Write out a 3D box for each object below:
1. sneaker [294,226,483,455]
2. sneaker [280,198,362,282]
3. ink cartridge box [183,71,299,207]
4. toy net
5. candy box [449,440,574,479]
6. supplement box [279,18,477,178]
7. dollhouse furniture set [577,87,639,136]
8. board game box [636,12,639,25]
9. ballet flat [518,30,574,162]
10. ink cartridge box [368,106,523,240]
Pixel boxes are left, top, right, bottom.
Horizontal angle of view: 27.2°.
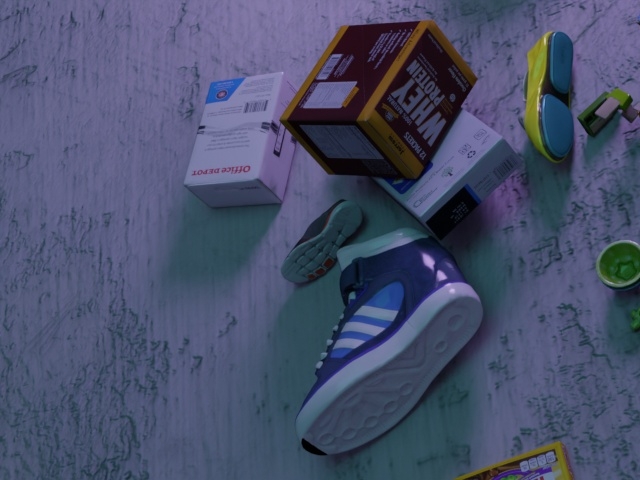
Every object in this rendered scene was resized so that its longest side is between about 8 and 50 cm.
[{"bbox_3d":[0.060,0.123,1.849,0.323,0.130,0.236,-44,41,6],"label":"sneaker"},{"bbox_3d":[0.000,0.000,2.007,0.158,0.061,0.065,-44,22,1],"label":"sneaker"},{"bbox_3d":[-0.122,-0.161,2.147,0.148,0.086,0.203,-3,62,31],"label":"ink cartridge box"},{"bbox_3d":[0.476,0.016,1.695,0.232,0.045,0.122,-32,50,11],"label":"toy net"},{"bbox_3d":[0.225,0.336,1.670,0.206,0.027,0.105,-24,56,18],"label":"candy box"},{"bbox_3d":[0.084,-0.205,1.917,0.194,0.129,0.191,7,58,50],"label":"supplement box"},{"bbox_3d":[0.423,-0.155,1.814,0.058,0.076,0.152,-46,39,-3],"label":"dollhouse furniture set"},{"bbox_3d":[0.587,-0.399,1.757,0.232,0.141,0.291,-10,53,60],"label":"board game box"},{"bbox_3d":[0.324,-0.199,1.912,0.077,0.077,0.231,-25,46,44],"label":"ballet flat"},{"bbox_3d":[0.147,-0.135,1.949,0.165,0.065,0.332,-44,35,2],"label":"ink cartridge box"}]
